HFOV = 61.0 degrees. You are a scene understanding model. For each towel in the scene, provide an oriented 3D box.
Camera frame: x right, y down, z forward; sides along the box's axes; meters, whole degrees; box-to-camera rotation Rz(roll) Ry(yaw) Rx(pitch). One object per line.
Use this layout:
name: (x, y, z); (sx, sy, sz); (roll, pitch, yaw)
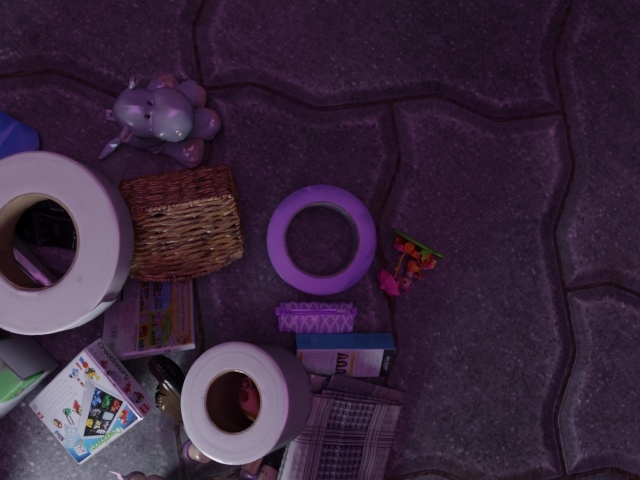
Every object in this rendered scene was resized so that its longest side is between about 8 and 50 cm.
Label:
towel: (0.058, 0.493, 1.314); (0.312, 0.056, 0.325); (18, 83, -28)

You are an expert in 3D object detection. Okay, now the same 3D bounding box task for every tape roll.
tape roll: (0.000, 0.000, 1.379); (0.274, 0.090, 0.275); (0, 86, -7)
tape roll: (-0.155, 0.344, 1.181); (0.246, 0.169, 0.246); (-3, 78, 15)
tape roll: (-0.592, 0.005, 1.163); (0.391, 0.072, 0.392); (0, 89, 6)

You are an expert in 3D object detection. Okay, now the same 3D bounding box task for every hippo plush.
hippo plush: (-0.389, -0.313, 1.276); (0.294, 0.236, 0.235); (7, 83, -4)

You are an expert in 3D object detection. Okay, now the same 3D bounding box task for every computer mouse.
computer mouse: (-0.605, 0.006, 1.321); (0.261, 0.060, 0.184); (5, 116, 12)

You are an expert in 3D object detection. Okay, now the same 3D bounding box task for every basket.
basket: (-0.340, -0.041, 1.340); (0.299, 0.223, 0.214); (-11, 119, -8)

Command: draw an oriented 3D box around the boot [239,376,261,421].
boot: (-0.146, 0.363, 1.341); (0.283, 0.109, 0.220); (-7, 83, 0)

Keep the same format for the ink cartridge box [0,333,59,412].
ink cartridge box: (-0.763, 0.354, 1.205); (0.289, 0.211, 0.121); (-44, 92, -8)

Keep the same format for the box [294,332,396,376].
box: (0.058, 0.286, 1.357); (0.244, 0.060, 0.101); (1, 124, -7)

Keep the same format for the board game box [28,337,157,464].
board game box: (-0.521, 0.370, 1.225); (0.305, 0.053, 0.193); (-38, 92, 31)

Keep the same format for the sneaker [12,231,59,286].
sneaker: (-0.720, 0.081, 1.273); (0.127, 0.126, 0.321); (-42, 91, -9)

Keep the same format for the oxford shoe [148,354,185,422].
oxford shoe: (-0.355, 0.360, 1.275); (0.096, 0.083, 0.227); (-21, 123, -1)

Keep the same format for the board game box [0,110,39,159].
board game box: (-0.777, -0.236, 1.336); (0.168, 0.033, 0.133); (30, 78, -9)

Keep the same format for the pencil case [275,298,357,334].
pencil case: (-0.010, 0.193, 1.364); (0.206, 0.088, 0.086); (-1, 72, -5)

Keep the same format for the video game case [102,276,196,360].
video game case: (-0.404, 0.171, 1.287); (0.206, 0.026, 0.227); (-8, 48, -7)

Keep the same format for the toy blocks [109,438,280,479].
toy blocks: (-0.311, 0.603, 1.259); (0.288, 0.260, 0.309); (47, 55, -30)

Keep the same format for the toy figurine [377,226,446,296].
toy figurine: (0.220, 0.074, 1.405); (0.173, 0.130, 0.159); (25, 98, -29)
